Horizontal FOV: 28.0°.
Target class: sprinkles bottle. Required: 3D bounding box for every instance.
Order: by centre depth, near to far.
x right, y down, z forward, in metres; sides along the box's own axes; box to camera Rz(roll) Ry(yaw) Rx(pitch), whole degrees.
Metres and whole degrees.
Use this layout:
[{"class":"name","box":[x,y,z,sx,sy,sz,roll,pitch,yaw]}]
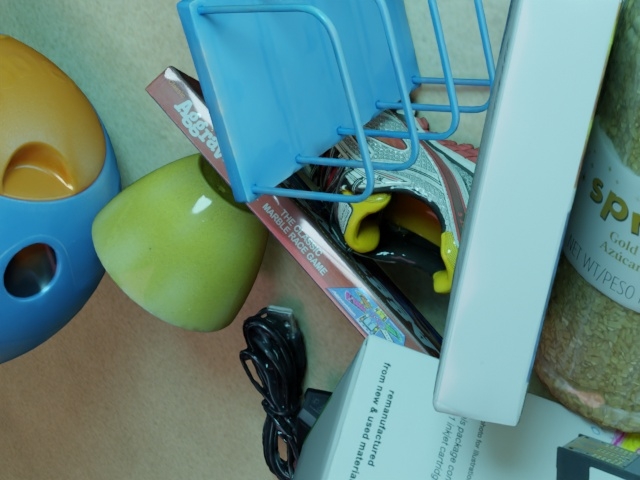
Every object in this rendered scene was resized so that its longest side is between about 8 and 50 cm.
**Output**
[{"class":"sprinkles bottle","box":[0.190,-0.061,0.611,0.121,0.121,0.355,34,140,26]}]

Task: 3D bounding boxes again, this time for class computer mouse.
[{"class":"computer mouse","box":[0.043,0.173,1.011,0.272,0.072,0.188,37,144,42]}]

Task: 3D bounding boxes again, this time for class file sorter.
[{"class":"file sorter","box":[0.028,-0.107,0.717,0.104,0.170,0.118,8,124,40]}]

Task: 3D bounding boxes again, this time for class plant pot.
[{"class":"plant pot","box":[-0.092,-0.011,0.976,0.134,0.134,0.095,47,118,11]}]

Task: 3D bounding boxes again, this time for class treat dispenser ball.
[{"class":"treat dispenser ball","box":[-0.308,-0.034,1.048,0.288,0.288,0.288,29,136,31]}]

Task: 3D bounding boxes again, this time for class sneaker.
[{"class":"sneaker","box":[0.032,-0.045,0.823,0.225,0.093,0.088,32,138,29]}]

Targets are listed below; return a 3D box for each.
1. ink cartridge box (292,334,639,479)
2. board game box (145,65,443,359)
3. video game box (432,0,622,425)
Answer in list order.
[{"class":"ink cartridge box","box":[0.121,0.185,0.764,0.278,0.117,0.201,20,152,-2]},{"class":"board game box","box":[0.000,0.000,0.875,0.281,0.027,0.145,48,-172,9]},{"class":"video game box","box":[0.100,-0.041,0.633,0.048,0.187,0.205,11,112,3]}]
